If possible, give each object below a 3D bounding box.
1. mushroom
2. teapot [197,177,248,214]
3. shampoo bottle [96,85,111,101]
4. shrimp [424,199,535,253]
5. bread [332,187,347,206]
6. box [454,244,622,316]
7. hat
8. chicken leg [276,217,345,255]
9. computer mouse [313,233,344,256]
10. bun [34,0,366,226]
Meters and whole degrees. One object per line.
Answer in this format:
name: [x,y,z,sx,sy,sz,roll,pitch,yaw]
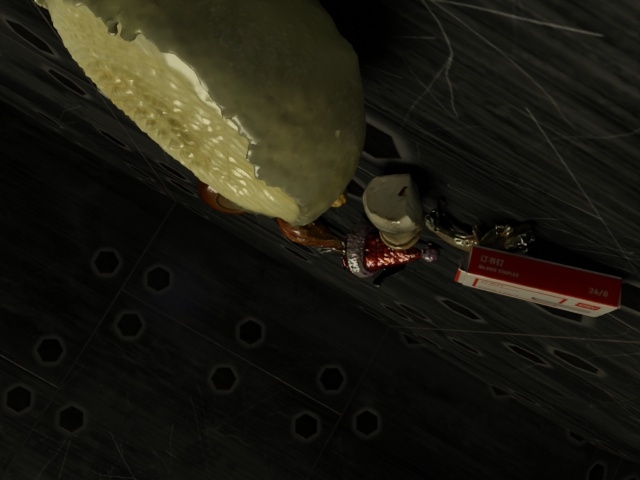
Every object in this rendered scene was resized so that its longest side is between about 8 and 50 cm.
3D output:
mushroom: [0.123,-0.051,0.953,0.108,0.096,0.247,28,175,12]
teapot: [-0.175,-0.142,1.333,0.252,0.135,0.178,15,150,-33]
shampoo bottle: [-0.424,-0.306,1.372,0.086,0.056,0.227,24,169,37]
shrimp: [0.246,-0.017,0.908,0.152,0.046,0.219,28,171,-8]
bread: [0.005,-0.108,1.160,0.110,0.044,0.083,30,174,10]
box: [0.329,0.063,0.891,0.229,0.050,0.123,13,169,13]
hat: [0.159,0.021,1.256,0.227,0.129,0.140,2,-163,35]
chicken leg: [0.016,-0.004,1.556,0.304,0.093,0.113,28,158,-15]
computer mouse: [0.000,0.000,1.666,0.192,0.062,0.106,30,170,-9]
bun: [-0.097,-0.187,0.596,0.364,0.202,0.364,36,170,7]
